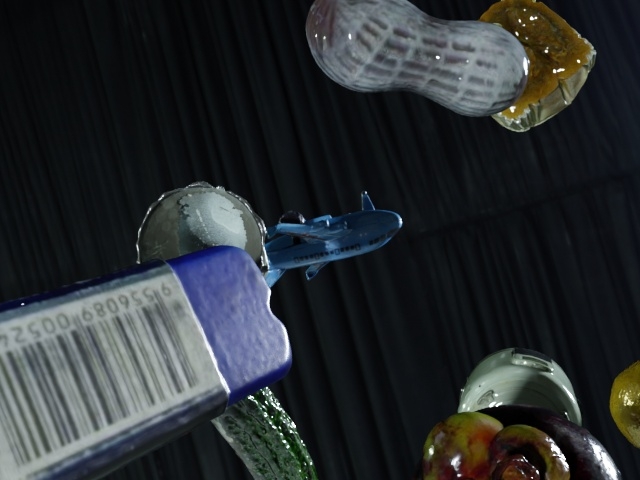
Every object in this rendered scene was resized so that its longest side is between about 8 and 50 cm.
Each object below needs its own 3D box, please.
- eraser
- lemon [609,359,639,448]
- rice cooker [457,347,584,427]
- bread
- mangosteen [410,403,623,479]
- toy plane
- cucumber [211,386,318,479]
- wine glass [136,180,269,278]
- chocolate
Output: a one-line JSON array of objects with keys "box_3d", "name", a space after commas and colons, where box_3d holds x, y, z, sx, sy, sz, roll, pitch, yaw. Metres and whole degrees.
[{"box_3d": [-0.172, 0.104, 0.636, 0.101, 0.155, 0.332, -28, -6, 38], "name": "eraser"}, {"box_3d": [0.653, 0.315, 1.449, 0.188, 0.188, 0.256, -15, -7, 8], "name": "lemon"}, {"box_3d": [0.363, 0.310, 1.376, 0.226, 0.226, 0.244, -16, -4, 14], "name": "rice cooker"}, {"box_3d": [0.333, -0.301, 1.283, 0.192, 0.210, 0.110, -42, -28, 10], "name": "bread"}, {"box_3d": [0.235, 0.314, 0.881, 0.233, 0.288, 0.287, -9, -5, -17], "name": "mangosteen"}, {"box_3d": [0.000, 0.000, 1.255, 0.271, 0.105, 0.254, -24, -22, 4], "name": "toy plane"}, {"box_3d": [-0.062, 0.224, 0.860, 0.077, 0.265, 0.077, -19, 34, 14], "name": "cucumber"}, {"box_3d": [-0.135, 0.018, 0.978, 0.156, 0.156, 0.232, -15, -6, -1], "name": "wine glass"}, {"box_3d": [0.070, -0.135, 0.550, 0.167, 0.072, 0.072, 13, -7, -6], "name": "chocolate"}]
